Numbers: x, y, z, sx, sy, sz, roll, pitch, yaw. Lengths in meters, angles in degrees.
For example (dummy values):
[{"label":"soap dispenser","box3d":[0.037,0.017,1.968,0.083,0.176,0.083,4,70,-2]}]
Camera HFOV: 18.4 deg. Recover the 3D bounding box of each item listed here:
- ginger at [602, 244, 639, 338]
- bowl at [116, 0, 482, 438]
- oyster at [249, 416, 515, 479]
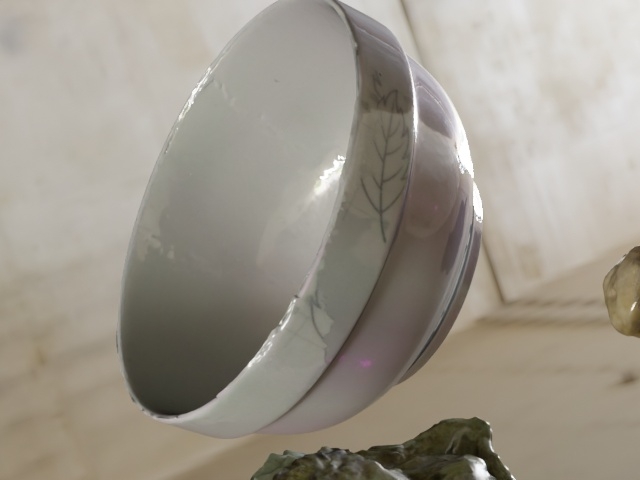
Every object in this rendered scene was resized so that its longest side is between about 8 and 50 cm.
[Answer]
[{"label":"ginger","box3d":[0.229,0.116,0.865,0.166,0.333,0.080,-26,-156,-12]},{"label":"bowl","box3d":[0.000,0.000,1.250,0.144,0.287,0.287,23,163,-25]},{"label":"oyster","box3d":[0.011,0.119,0.601,0.177,0.125,0.064,-17,161,-39]}]
